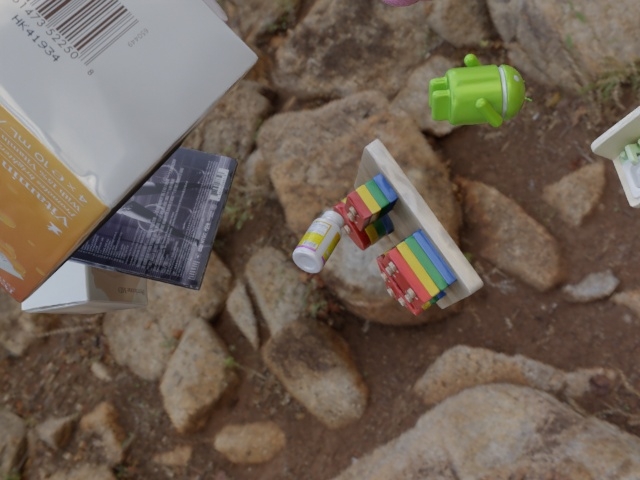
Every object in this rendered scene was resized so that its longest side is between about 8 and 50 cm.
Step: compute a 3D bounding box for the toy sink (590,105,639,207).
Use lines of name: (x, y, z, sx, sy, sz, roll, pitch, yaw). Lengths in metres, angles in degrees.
toy sink: (0.651, -0.139, 1.527, 0.153, 0.234, 0.131, -43, 43, 43)

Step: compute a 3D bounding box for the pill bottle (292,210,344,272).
pill bottle: (0.000, 0.000, 1.072, 0.043, 0.043, 0.083, -38, 16, 54)

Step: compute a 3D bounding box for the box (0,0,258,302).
box: (-0.239, -0.106, 0.672, 0.168, 0.215, 0.345, -52, 12, -29)

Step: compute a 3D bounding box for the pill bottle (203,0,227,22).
pill bottle: (-0.261, -0.324, 1.369, 0.216, 0.121, 0.121, -42, 18, 16)

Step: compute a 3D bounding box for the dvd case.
dvd case: (-0.222, -0.043, 0.934, 0.018, 0.221, 0.164, 97, -173, -67)

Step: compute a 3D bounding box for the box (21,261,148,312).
box: (-0.348, -0.052, 1.196, 0.121, 0.148, 0.311, -10, 81, 23)

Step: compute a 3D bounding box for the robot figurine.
robot figurine: (0.186, -0.170, 0.961, 0.101, 0.115, 0.067, -92, -3, -46)

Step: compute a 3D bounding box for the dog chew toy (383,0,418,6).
dog chew toy: (0.190, -0.518, 1.434, 0.206, 0.206, 0.332, -62, 18, -21)

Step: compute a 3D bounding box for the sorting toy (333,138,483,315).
sorting toy: (0.116, 0.003, 1.267, 0.089, 0.257, 0.255, -35, -7, -7)
